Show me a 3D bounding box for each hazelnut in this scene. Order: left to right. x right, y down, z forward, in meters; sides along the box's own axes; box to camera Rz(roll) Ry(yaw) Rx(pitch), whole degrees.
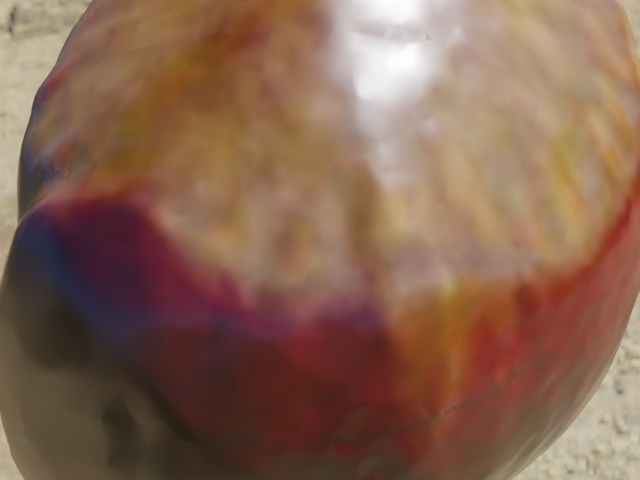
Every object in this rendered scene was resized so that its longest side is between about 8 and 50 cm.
[{"bbox_3d":[-0.004,-0.006,0.417,0.201,0.170,0.160,-47,18,-24],"label":"hazelnut"}]
